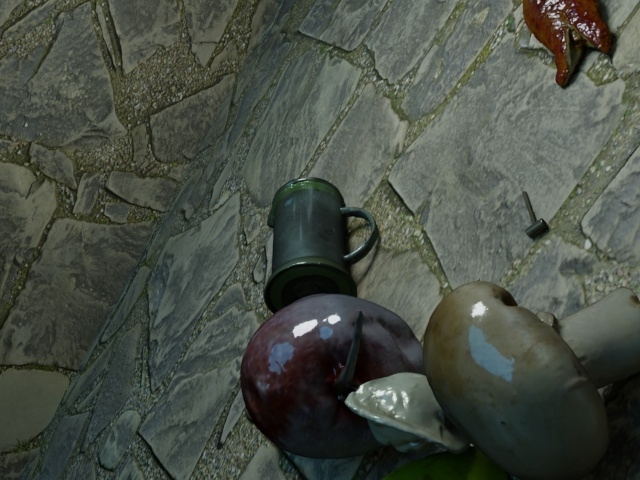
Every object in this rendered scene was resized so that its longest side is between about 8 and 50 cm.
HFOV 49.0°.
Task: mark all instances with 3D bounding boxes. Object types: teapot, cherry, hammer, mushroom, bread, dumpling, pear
[{"bbox_3d":[0.000,0.000,1.616,0.270,0.200,0.337,-18,41,14],"label":"teapot"},{"bbox_3d":[0.031,0.224,1.241,0.326,0.335,0.292,-1,99,18],"label":"cherry"},{"bbox_3d":[0.374,-0.051,1.245,0.035,0.019,0.110,-39,29,31],"label":"hammer"},{"bbox_3d":[0.295,0.158,0.940,0.290,0.293,0.292,-35,29,-7],"label":"mushroom"},{"bbox_3d":[0.471,-0.430,1.364,0.139,0.095,0.269,-45,36,38],"label":"bread"},{"bbox_3d":[0.139,0.267,1.037,0.155,0.181,0.111,27,126,61],"label":"dumpling"},{"bbox_3d":[0.158,0.457,1.004,0.288,0.139,0.239,-49,39,20],"label":"pear"}]
